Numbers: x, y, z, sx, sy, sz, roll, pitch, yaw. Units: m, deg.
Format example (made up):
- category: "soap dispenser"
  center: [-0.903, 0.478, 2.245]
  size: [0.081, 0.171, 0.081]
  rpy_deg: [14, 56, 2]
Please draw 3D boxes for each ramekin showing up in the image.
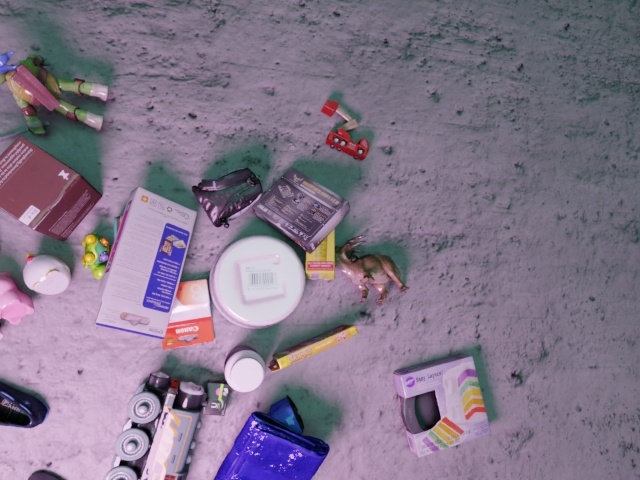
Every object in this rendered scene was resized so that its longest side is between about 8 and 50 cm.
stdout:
- category: "ramekin"
  center: [-0.174, 0.114, 1.188]
  size: [0.278, 0.135, 0.276]
  rpy_deg: [2, 81, -13]

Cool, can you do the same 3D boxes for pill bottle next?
- category: "pill bottle"
  center: [-0.202, 0.344, 1.121]
  size: [0.108, 0.180, 0.107]
  rpy_deg: [2, 80, -13]

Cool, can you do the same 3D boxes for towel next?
- category: "towel"
  center: [-0.144, 0.608, 1.081]
  size: [0.228, 0.076, 0.308]
  rpy_deg: [28, 105, -7]

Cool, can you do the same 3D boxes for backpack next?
- category: "backpack"
  center: [-0.099, 0.502, 1.152]
  size: [0.101, 0.120, 0.097]
  rpy_deg: [-29, 90, -16]
- category: "backpack"
  center: [-0.257, -0.140, 1.214]
  size: [0.182, 0.115, 0.151]
  rpy_deg: [-32, 108, -5]

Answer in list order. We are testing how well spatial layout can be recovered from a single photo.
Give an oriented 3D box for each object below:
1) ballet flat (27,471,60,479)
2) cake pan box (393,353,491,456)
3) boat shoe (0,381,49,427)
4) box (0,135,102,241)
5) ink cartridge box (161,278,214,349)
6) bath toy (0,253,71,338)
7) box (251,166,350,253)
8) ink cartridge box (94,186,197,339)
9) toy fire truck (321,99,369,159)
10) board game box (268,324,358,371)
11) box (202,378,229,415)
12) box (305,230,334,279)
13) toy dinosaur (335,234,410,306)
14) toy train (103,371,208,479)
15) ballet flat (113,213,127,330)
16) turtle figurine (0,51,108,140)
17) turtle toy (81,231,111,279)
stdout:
- category: "ballet flat"
  center: [-0.640, 0.649, 1.026]
  size: [0.203, 0.074, 0.074]
  rpy_deg: [45, 74, -3]
- category: "cake pan box"
  center: [0.369, 0.501, 1.293]
  size: [0.267, 0.070, 0.245]
  rpy_deg: [-9, 81, -14]
- category: "boat shoe"
  center: [-0.802, 0.386, 1.018]
  size: [0.259, 0.089, 0.108]
  rpy_deg: [15, 78, -11]
- category: "box"
  center: [-0.701, -0.121, 1.064]
  size: [0.167, 0.203, 0.168]
  rpy_deg: [35, 75, -6]
- category: "ink cartridge box"
  center: [-0.380, 0.204, 1.170]
  size: [0.146, 0.045, 0.179]
  rpy_deg: [-7, 80, -12]
- category: "bath toy"
  center: [-0.806, 0.146, 1.042]
  size: [0.348, 0.151, 0.129]
  rpy_deg: [-39, 56, -16]
- category: "box"
  center: [-0.059, -0.093, 1.234]
  size: [0.231, 0.056, 0.183]
  rpy_deg: [33, 71, 26]
- category: "ink cartridge box"
  center: [-0.451, 0.059, 1.094]
  size: [0.176, 0.069, 0.370]
  rpy_deg: [26, 59, -38]
- category: "toy fire truck"
  center: [0.081, -0.358, 1.369]
  size: [0.192, 0.047, 0.135]
  rpy_deg: [23, 75, -10]
- category: "board game box"
  center: [-0.027, 0.304, 1.198]
  size: [0.260, 0.124, 0.039]
  rpy_deg: [-23, 86, -16]
- category: "box"
  center: [-0.286, 0.431, 1.154]
  size: [0.062, 0.052, 0.083]
  rpy_deg: [9, 80, -12]
- category: "box"
  center: [0.000, 0.000, 1.243]
  size: [0.088, 0.058, 0.232]
  rpy_deg: [1, 62, 2]
- category: "toy dinosaur"
  center: [0.156, 0.080, 1.288]
  size: [0.296, 0.127, 0.200]
  rpy_deg: [12, 46, -26]
- category: "toy train"
  center: [-0.413, 0.510, 1.067]
  size: [0.191, 0.142, 0.333]
  rpy_deg: [18, 80, -14]
- category: "ballet flat"
  center: [-0.508, 0.081, 1.134]
  size: [0.106, 0.108, 0.315]
  rpy_deg: [4, 81, -27]
- category: "turtle figurine"
  center: [-0.742, -0.393, 1.151]
  size: [0.267, 0.275, 0.197]
  rpy_deg: [10, 55, -32]
- category: "turtle toy"
  center: [-0.600, 0.041, 1.127]
  size: [0.066, 0.095, 0.130]
  rpy_deg: [2, 81, -35]
